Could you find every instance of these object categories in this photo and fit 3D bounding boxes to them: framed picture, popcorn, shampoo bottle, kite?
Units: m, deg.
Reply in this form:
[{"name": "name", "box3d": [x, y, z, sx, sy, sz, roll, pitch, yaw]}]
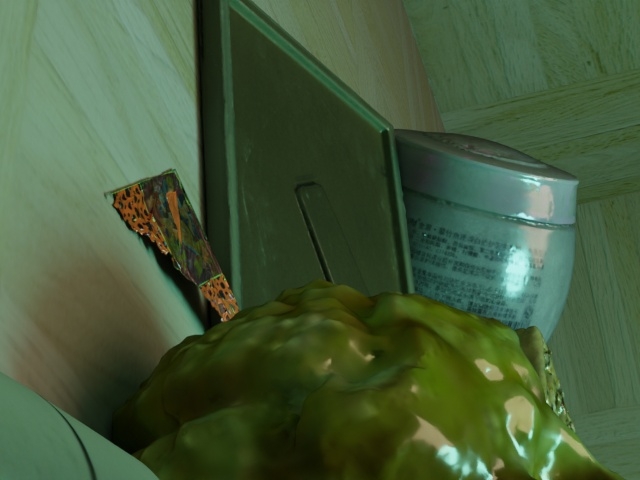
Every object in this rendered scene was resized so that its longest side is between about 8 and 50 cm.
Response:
[{"name": "framed picture", "box3d": [0.000, 0.000, 1.231, 0.326, 0.028, 0.446, 35, 41, -46]}, {"name": "popcorn", "box3d": [0.025, 0.166, 0.821, 0.335, 0.274, 0.279, 5, 52, -49]}, {"name": "shampoo bottle", "box3d": [0.160, 0.011, 1.518, 0.273, 0.273, 0.266, -29, 135, -78]}, {"name": "kite", "box3d": [-0.106, -0.012, 0.998, 0.222, 0.008, 0.125, 53, 20, -45]}]

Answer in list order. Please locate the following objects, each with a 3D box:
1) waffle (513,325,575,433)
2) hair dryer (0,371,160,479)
[{"name": "waffle", "box3d": [0.195, 0.285, 1.286, 0.376, 0.114, 0.261, -76, 149, -55]}, {"name": "hair dryer", "box3d": [-0.139, 0.216, 0.412, 0.203, 0.128, 0.362, 57, 31, -63]}]
